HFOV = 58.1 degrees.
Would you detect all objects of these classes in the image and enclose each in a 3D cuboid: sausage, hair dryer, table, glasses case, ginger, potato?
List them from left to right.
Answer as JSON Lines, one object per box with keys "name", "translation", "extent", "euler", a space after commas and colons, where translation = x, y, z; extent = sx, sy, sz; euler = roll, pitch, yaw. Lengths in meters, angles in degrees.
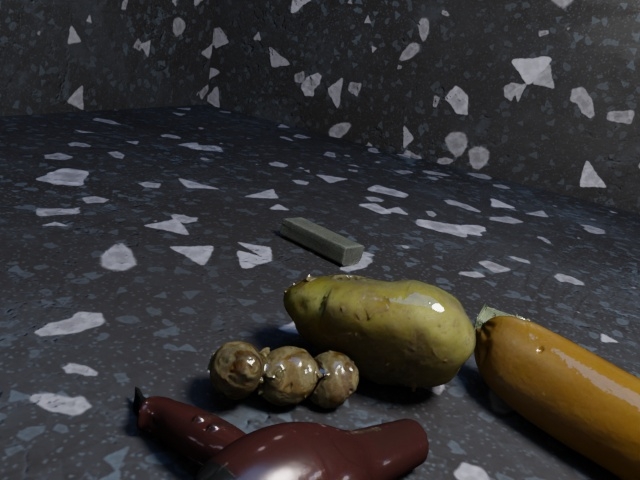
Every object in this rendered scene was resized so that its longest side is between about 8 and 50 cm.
{"name": "hair dryer", "translation": [-0.082, 0.225, 0.669], "extent": [0.340, 0.123, 0.312], "euler": [12, 6, 38]}
{"name": "ginger", "translation": [-0.047, 0.181, 0.775], "extent": [0.204, 0.080, 0.104], "euler": [12, -19, -21]}
{"name": "glasses case", "translation": [0.000, 0.000, 1.344], "extent": [0.205, 0.047, 0.071], "euler": [25, 21, 36]}
{"name": "potato", "translation": [0.079, 0.130, 0.856], "extent": [0.296, 0.191, 0.141], "euler": [14, 61, 24]}
{"name": "table", "translation": [0.319, 0.164, 1.027], "extent": [0.083, 0.062, 0.079], "euler": [19, 23, 22]}
{"name": "sausage", "translation": [0.352, 0.216, 0.798], "extent": [0.354, 0.134, 0.116], "euler": [27, 23, 39]}
